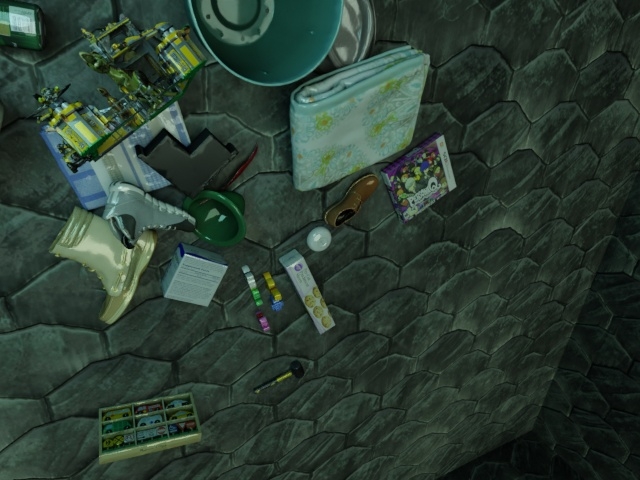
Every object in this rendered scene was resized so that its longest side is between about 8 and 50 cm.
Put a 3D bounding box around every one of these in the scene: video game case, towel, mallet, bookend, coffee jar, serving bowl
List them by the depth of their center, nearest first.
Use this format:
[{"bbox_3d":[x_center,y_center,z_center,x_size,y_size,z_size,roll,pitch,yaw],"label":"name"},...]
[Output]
[{"bbox_3d":[-0.585,-0.381,0.708,0.184,0.096,0.079,-1,113,-28],"label":"coffee jar"},{"bbox_3d":[-0.433,-0.202,0.931,0.284,0.034,0.209,-23,126,-15],"label":"towel"},{"bbox_3d":[-0.300,-0.204,0.932,0.156,0.072,0.157,-45,129,3],"label":"bookend"},{"bbox_3d":[0.095,-0.297,1.060,0.374,0.090,0.321,-25,151,-15],"label":"towel"},{"bbox_3d":[0.000,0.000,1.282,0.083,0.027,0.083,-14,122,-23],"label":"serving bowl"},{"bbox_3d":[0.325,-0.200,1.346,0.232,0.042,0.210,-34,126,-9],"label":"video game case"},{"bbox_3d":[-0.149,0.485,1.458,0.189,0.039,0.062,-18,124,-15],"label":"mallet"}]

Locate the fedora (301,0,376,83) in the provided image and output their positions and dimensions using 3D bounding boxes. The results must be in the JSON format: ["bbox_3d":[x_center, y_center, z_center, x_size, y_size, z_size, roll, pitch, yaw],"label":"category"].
[{"bbox_3d":[0.043,-0.490,0.973,0.243,0.124,0.276,-12,121,-17],"label":"fedora"}]

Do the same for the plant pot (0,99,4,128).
[{"bbox_3d":[-0.691,-0.215,0.634,0.323,0.323,0.280,-53,143,6],"label":"plant pot"}]

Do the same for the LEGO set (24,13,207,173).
[{"bbox_3d":[-0.389,-0.301,0.746,0.331,0.255,0.192,-44,110,-10],"label":"LEGO set"}]

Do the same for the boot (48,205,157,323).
[{"bbox_3d":[-0.533,0.063,0.976,0.203,0.095,0.262,23,101,-36],"label":"boot"}]

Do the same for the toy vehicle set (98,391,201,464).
[{"bbox_3d":[-0.498,0.539,1.207,0.266,0.166,0.035,-1,116,-29],"label":"toy vehicle set"}]

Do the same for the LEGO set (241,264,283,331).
[{"bbox_3d":[-0.159,0.177,1.247,0.087,0.093,0.227,-23,124,-17],"label":"LEGO set"}]

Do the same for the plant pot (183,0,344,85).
[{"bbox_3d":[-0.135,-0.478,0.819,0.292,0.235,0.293,-13,121,-22],"label":"plant pot"}]

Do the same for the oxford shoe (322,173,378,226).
[{"bbox_3d":[0.106,-0.115,1.251,0.212,0.076,0.076,-45,126,-3],"label":"oxford shoe"}]

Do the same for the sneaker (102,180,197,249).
[{"bbox_3d":[-0.401,-0.032,0.961,0.228,0.086,0.132,32,63,-46],"label":"sneaker"}]

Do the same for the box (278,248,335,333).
[{"bbox_3d":[-0.038,0.172,1.330,0.067,0.063,0.324,-31,126,-13],"label":"box"}]

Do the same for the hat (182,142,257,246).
[{"bbox_3d":[-0.234,-0.109,1.094,0.208,0.184,0.173,-16,121,32],"label":"hat"}]

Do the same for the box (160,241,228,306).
[{"bbox_3d":[-0.341,0.093,1.114,0.126,0.072,0.137,21,104,-35],"label":"box"}]
